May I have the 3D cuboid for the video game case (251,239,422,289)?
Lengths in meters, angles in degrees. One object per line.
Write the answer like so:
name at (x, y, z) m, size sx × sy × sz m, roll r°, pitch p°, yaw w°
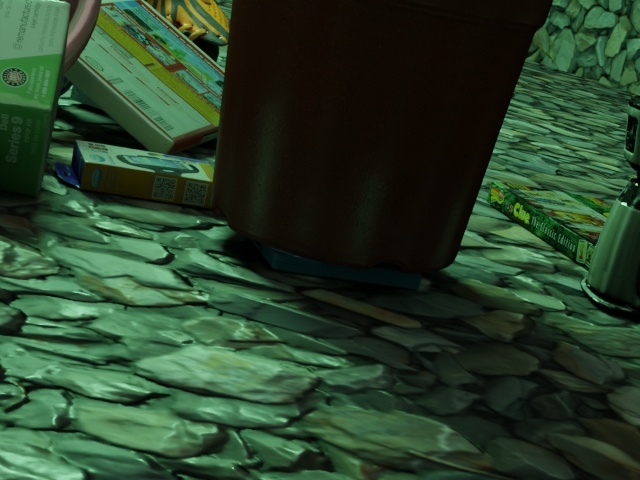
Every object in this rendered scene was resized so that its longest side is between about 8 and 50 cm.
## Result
video game case at (0.000, 0.000, 1.117) m, size 0.119 × 0.015 × 0.166 m, roll 9°, pitch 14°, yaw -18°

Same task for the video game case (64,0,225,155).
video game case at (-0.181, -0.178, 1.455) m, size 0.204 × 0.025 × 0.285 m, roll 41°, pitch 20°, yaw 5°

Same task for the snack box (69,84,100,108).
snack box at (-0.196, -0.161, 1.541) m, size 0.100 × 0.037 × 0.141 m, roll 20°, pitch 14°, yaw 23°

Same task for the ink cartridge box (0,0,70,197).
ink cartridge box at (-0.312, -0.130, 1.082) m, size 0.213 × 0.093 × 0.154 m, roll 9°, pitch 40°, yaw -10°

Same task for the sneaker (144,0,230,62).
sneaker at (-0.217, -0.266, 1.767) m, size 0.180 × 0.124 × 0.321 m, roll 42°, pitch 41°, yaw -2°

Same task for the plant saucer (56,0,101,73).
plant saucer at (-0.368, -0.230, 1.257) m, size 0.332 × 0.084 × 0.332 m, roll 8°, pitch 56°, yaw -13°

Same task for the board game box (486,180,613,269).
board game box at (0.278, -0.006, 1.384) m, size 0.136 × 0.030 × 0.260 m, roll 10°, pitch 13°, yaw -20°

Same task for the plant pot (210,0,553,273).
plant pot at (0.038, -0.128, 1.073) m, size 0.273 × 0.265 × 0.272 m, roll 12°, pitch 14°, yaw -3°

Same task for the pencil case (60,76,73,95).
pencil case at (-0.343, -0.211, 1.501) m, size 0.086 × 0.088 × 0.206 m, roll 11°, pitch 10°, yaw -45°

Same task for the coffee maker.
coffee maker at (0.318, -0.022, 1.158) m, size 0.171 × 0.178 × 0.120 m, roll 7°, pitch 15°, yaw -24°

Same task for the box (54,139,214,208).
box at (-0.155, -0.057, 1.179) m, size 0.136 × 0.028 × 0.081 m, roll 10°, pitch 14°, yaw -19°
